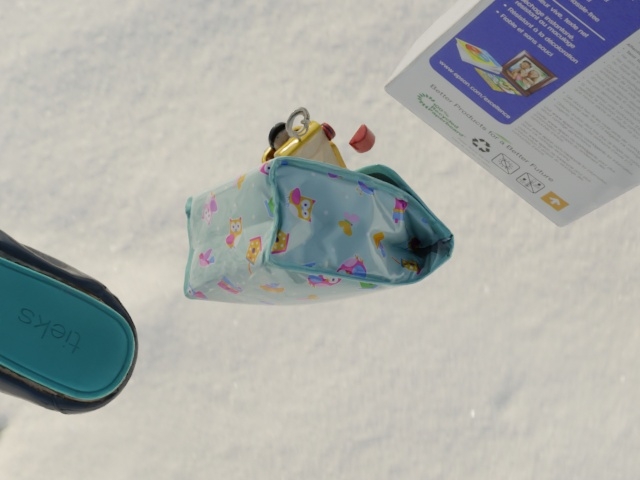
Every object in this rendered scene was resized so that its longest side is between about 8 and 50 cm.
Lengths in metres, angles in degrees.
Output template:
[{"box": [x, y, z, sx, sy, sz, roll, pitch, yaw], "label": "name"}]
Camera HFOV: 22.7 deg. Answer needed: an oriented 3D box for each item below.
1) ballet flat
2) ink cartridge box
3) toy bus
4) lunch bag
[{"box": [-0.165, 0.007, 0.617, 0.203, 0.074, 0.074, 32, 63, -18], "label": "ballet flat"}, {"box": [0.192, -0.129, 1.042, 0.176, 0.371, 0.069, 37, 66, -8], "label": "ink cartridge box"}, {"box": [-0.032, -0.112, 2.284, 0.191, 0.202, 0.104, -3, 26, -46], "label": "toy bus"}, {"box": [0.000, 0.000, 1.898, 0.262, 0.223, 0.160, 7, 75, -30], "label": "lunch bag"}]
